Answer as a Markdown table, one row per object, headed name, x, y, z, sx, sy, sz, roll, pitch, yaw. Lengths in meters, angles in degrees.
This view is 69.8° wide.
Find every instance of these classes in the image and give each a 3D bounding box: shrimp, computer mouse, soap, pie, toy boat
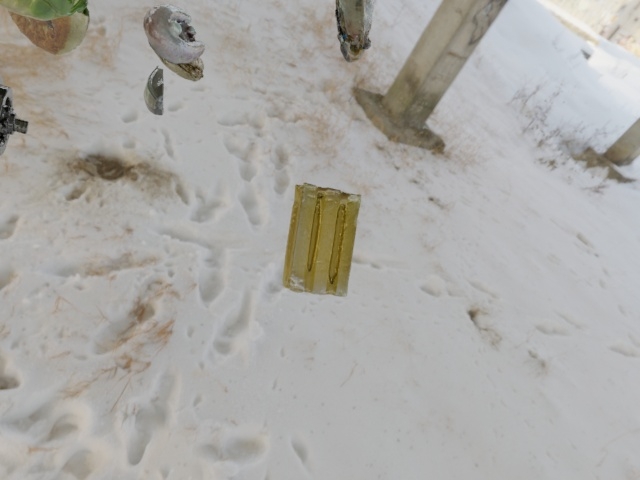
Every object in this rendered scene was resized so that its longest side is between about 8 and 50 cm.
| name | x | y | z | sx | sy | sz | roll | pitch | yaw |
| --- | --- | --- | --- | --- | --- | --- | --- | --- | --- |
| shrimp | 0.076 | -0.685 | 1.228 | 0.110 | 0.445 | 0.221 | -20 | 54 | -8 |
| computer mouse | -0.623 | -0.558 | 1.715 | 0.071 | 0.126 | 0.231 | 0 | 50 | -19 |
| soap | 0.000 | 0.000 | 1.357 | 0.199 | 0.314 | 0.091 | 7 | 1 | -24 |
| pie | -0.986 | -0.824 | 1.636 | 0.315 | 0.315 | 0.092 | 26 | 45 | -10 |
| pie | -0.433 | -0.566 | 1.392 | 0.163 | 0.079 | 0.193 | 50 | 20 | 21 |
| toy boat | -0.377 | -0.559 | 1.229 | 0.155 | 0.085 | 0.227 | 67 | 22 | -18 |

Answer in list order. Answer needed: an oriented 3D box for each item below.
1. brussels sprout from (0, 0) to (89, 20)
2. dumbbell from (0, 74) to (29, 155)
| name | x | y | z | sx | sy | sz | roll | pitch | yaw |
| --- | --- | --- | --- | --- | --- | --- | --- | --- | --- |
| brussels sprout | -0.612 | -0.611 | 0.972 | 0.294 | 0.259 | 0.227 | -28 | 64 | -33 |
| dumbbell | -0.752 | -0.271 | 0.916 | 0.290 | 0.192 | 0.192 | 13 | 40 | -27 |
